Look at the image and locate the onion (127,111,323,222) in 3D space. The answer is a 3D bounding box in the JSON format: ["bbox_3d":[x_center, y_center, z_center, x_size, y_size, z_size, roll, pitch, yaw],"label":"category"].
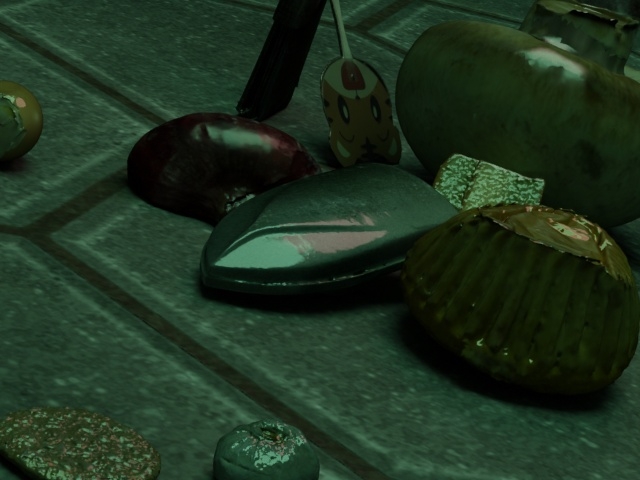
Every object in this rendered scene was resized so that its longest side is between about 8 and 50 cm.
[{"bbox_3d":[-0.085,-0.073,1.840,0.206,0.098,0.151,12,17,-16],"label":"onion"}]

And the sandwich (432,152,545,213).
[{"bbox_3d":[0.164,0.007,1.971,0.117,0.144,0.187,20,-18,8],"label":"sandwich"}]

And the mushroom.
[{"bbox_3d":[0.261,-0.150,2.105,0.352,0.260,0.352,18,11,-3],"label":"mushroom"}]

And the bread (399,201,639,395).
[{"bbox_3d":[0.186,0.044,1.669,0.240,0.139,0.240,18,15,-5],"label":"bread"}]

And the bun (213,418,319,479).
[{"bbox_3d":[-0.037,0.153,1.285,0.083,0.045,0.083,11,18,-3],"label":"bun"}]

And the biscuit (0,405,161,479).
[{"bbox_3d":[-0.165,0.142,1.249,0.120,0.015,0.120,15,17,-5],"label":"biscuit"}]

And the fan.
[{"bbox_3d":[0.036,-0.196,2.186,0.008,0.226,0.152,-17,-6,36],"label":"fan"}]

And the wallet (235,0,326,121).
[{"bbox_3d":[-0.012,-0.302,2.237,0.044,0.317,0.169,25,19,5],"label":"wallet"}]

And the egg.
[{"bbox_3d":[-0.310,-0.118,1.799,0.080,0.080,0.096,18,10,3],"label":"egg"}]

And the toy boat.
[{"bbox_3d":[0.000,0.000,1.722,0.141,0.092,0.319,29,28,31],"label":"toy boat"}]
